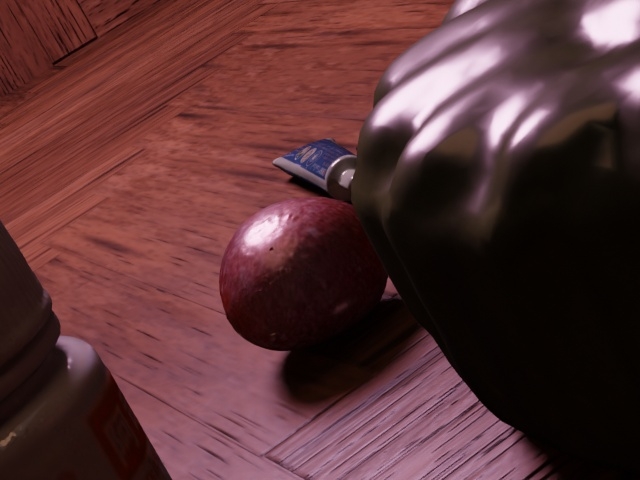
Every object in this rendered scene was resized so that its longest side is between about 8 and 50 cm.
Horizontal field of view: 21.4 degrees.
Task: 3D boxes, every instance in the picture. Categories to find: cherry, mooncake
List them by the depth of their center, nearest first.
[{"bbox_3d":[0.193,-0.058,0.779,0.356,0.194,0.356,-26,16,8],"label":"mooncake"},{"bbox_3d":[0.000,0.000,1.080,0.107,0.090,0.225,-22,18,27],"label":"cherry"}]

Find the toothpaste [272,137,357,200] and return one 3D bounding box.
[{"bbox_3d":[0.006,-0.058,1.332,0.057,0.035,0.197,-22,14,-8],"label":"toothpaste"}]

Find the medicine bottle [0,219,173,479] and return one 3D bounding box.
[{"bbox_3d":[-0.134,0.114,0.699,0.144,0.252,0.144,-28,18,10],"label":"medicine bottle"}]
